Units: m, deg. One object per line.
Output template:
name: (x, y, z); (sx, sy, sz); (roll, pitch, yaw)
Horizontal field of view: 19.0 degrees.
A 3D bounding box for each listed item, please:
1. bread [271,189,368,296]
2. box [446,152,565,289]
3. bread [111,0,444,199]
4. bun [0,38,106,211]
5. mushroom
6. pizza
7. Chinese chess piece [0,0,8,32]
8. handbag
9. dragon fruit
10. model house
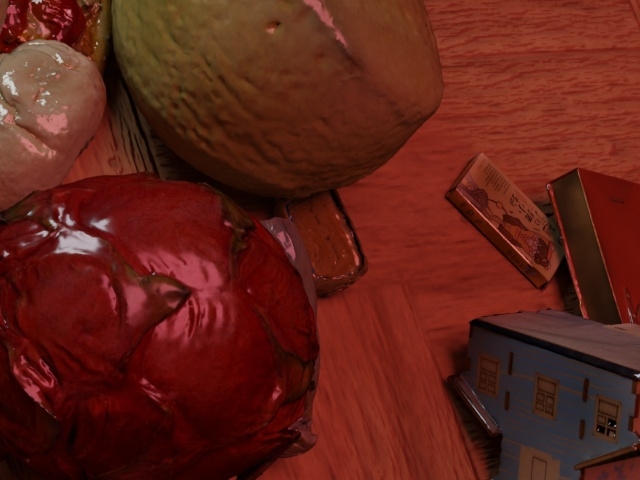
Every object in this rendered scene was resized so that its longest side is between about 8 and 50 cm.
bread: (0.000, 0.000, 1.852); (0.072, 0.053, 0.106); (-16, 71, -16)
box: (0.202, -0.020, 2.029); (0.149, 0.020, 0.073); (44, 46, -8)
bread: (-0.043, -0.199, 1.815); (0.320, 0.237, 0.320); (36, 38, -35)
bun: (-0.262, -0.096, 1.635); (0.111, 0.164, 0.188); (36, 66, -18)
mushroom: (-0.041, 0.091, 1.752); (0.092, 0.081, 0.223); (20, 55, -49)
pizza: (-0.279, -0.210, 1.760); (0.199, 0.062, 0.188); (22, 52, -24)
Chinese chess piece: (-0.388, -0.225, 1.627); (0.250, 0.101, 0.250); (6, 76, -25)
handbag: (0.317, 0.024, 2.050); (0.127, 0.063, 0.190); (12, 59, -48)
dragon fruit: (-0.150, 0.080, 1.547); (0.343, 0.277, 0.277); (-1, 66, -22)
model house: (0.262, 0.192, 1.850); (0.178, 0.271, 0.206); (-4, 103, -41)
